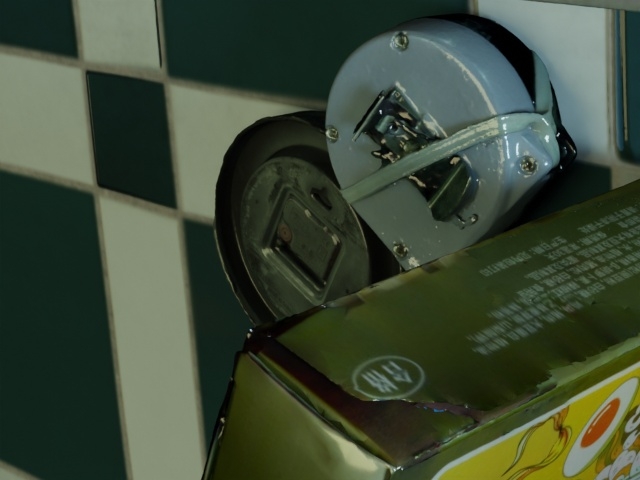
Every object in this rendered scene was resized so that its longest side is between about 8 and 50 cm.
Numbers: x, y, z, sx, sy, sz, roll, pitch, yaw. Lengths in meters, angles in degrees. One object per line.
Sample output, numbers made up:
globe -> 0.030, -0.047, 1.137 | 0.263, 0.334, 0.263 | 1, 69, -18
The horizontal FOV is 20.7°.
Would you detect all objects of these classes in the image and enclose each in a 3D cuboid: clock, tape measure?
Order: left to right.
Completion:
clock -> 0.000, 0.000, 1.472 | 0.226, 0.049, 0.226 | 20, 120, 40
tape measure -> 0.089, -0.074, 1.296 | 0.181, 0.107, 0.182 | 43, 130, 18

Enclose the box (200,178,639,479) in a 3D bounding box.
box -> 0.100, 0.180, 1.154 | 0.138, 0.420, 0.373 | 37, 129, 31

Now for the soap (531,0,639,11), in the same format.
soap -> 0.152, -0.253, 1.172 | 0.259, 0.081, 0.181 | 12, 116, 43
